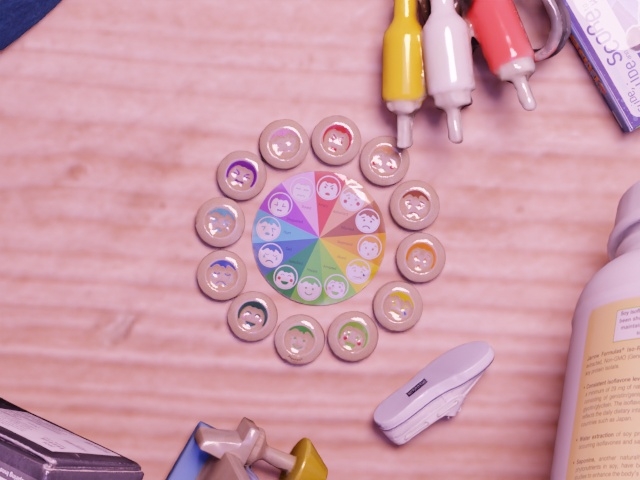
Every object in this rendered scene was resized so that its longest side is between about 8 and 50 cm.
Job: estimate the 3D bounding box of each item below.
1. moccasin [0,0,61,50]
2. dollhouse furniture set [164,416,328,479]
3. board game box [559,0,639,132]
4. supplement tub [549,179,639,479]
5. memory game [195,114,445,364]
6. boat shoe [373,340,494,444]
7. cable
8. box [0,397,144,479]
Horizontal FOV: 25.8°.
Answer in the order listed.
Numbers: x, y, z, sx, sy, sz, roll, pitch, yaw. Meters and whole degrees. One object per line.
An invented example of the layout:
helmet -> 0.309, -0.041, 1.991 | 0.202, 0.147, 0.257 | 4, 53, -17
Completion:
moccasin -> -0.283, -0.169, 0.954 | 0.342, 0.138, 0.117 | -37, 86, -1
dollhouse furniture set -> -0.036, 0.297, 0.895 | 0.198, 0.286, 0.303 | 29, 88, -14
board game box -> 0.228, -0.197, 0.999 | 0.136, 0.035, 0.201 | -29, 91, 5
supplement tub -> 0.266, 0.141, 0.873 | 0.241, 0.241, 0.331 | 13, 70, 0
memory game -> 0.000, 0.000, 1.017 | 0.186, 0.012, 0.186 | 0, 90, 0
boat shoe -> 0.087, 0.112, 1.011 | 0.100, 0.035, 0.035 | -37, 118, -4
cable -> 0.083, -0.213, 0.977 | 0.139, 0.072, 0.287 | -16, 93, 17
box -> -0.323, 0.221, 0.883 | 0.394, 0.097, 0.318 | 17, 89, 32
